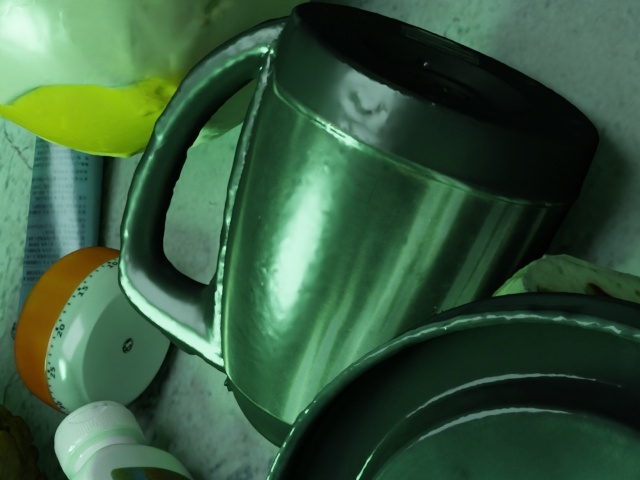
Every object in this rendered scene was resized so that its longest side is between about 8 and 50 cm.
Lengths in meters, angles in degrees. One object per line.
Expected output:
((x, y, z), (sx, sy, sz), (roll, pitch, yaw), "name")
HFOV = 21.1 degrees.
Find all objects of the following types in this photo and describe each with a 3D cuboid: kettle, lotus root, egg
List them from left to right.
((-0.164, -0.210, 1.245), (0.345, 0.283, 0.283), (27, 97, 48), "egg")
((0.009, 0.008, 1.070), (0.207, 0.250, 0.271), (-105, 35, -68), "kettle")
((0.141, 0.071, 0.997), (0.144, 0.143, 0.070), (-45, 38, 40), "lotus root")

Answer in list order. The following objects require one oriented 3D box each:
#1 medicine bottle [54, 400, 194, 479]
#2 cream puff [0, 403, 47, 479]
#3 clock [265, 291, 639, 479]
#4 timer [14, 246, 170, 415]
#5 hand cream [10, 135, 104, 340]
((-0.120, 0.209, 1.196), (0.078, 0.115, 0.219), (-50, 50, 21), "medicine bottle")
((-0.359, 0.196, 1.266), (0.231, 0.327, 0.343), (16, 119, 52), "cream puff")
((0.124, 0.184, 0.906), (0.325, 0.067, 0.325), (5, 106, 18), "clock")
((-0.179, 0.066, 1.305), (0.136, 0.099, 0.136), (-27, 37, 23), "timer")
((-0.209, -0.045, 1.393), (0.088, 0.055, 0.256), (-1, 80, 31), "hand cream")
